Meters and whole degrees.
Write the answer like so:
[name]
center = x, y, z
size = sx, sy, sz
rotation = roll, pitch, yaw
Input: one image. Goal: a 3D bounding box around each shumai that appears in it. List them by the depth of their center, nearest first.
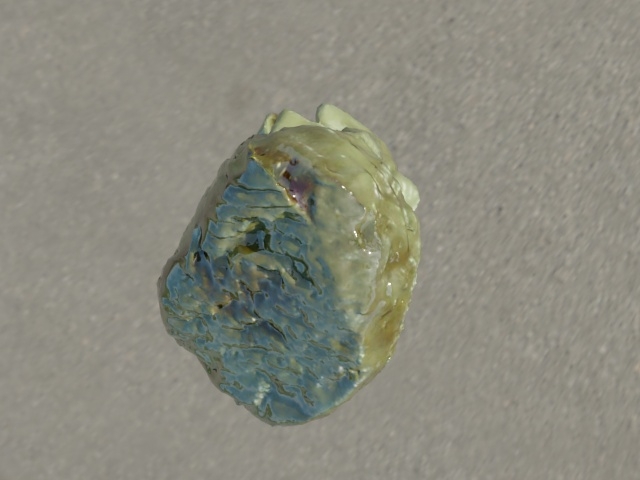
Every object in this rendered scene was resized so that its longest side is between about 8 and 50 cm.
[shumai]
center = -0.001, 0.001, 1.266
size = 0.189, 0.218, 0.256
rotation = 39, 133, -2
